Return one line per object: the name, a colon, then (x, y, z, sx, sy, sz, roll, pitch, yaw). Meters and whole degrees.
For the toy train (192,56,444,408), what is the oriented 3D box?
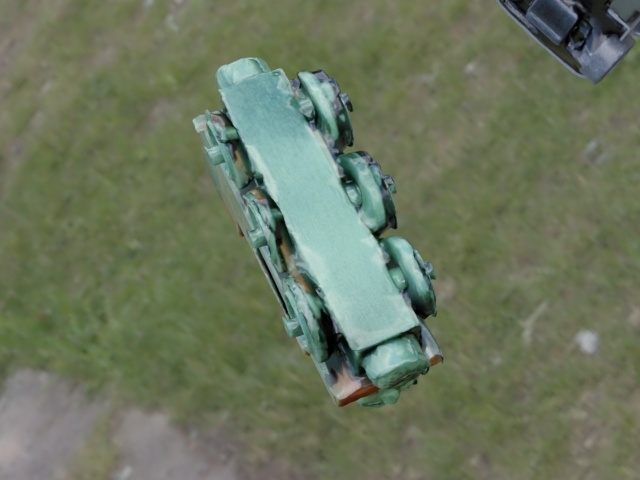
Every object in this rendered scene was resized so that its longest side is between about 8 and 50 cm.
toy train: (0.000, 0.000, 0.786, 0.074, 0.118, 0.176, -24, 69, -8)

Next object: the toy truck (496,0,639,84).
toy truck: (0.197, -0.202, 0.998, 0.124, 0.114, 0.253, -43, -6, -26)
